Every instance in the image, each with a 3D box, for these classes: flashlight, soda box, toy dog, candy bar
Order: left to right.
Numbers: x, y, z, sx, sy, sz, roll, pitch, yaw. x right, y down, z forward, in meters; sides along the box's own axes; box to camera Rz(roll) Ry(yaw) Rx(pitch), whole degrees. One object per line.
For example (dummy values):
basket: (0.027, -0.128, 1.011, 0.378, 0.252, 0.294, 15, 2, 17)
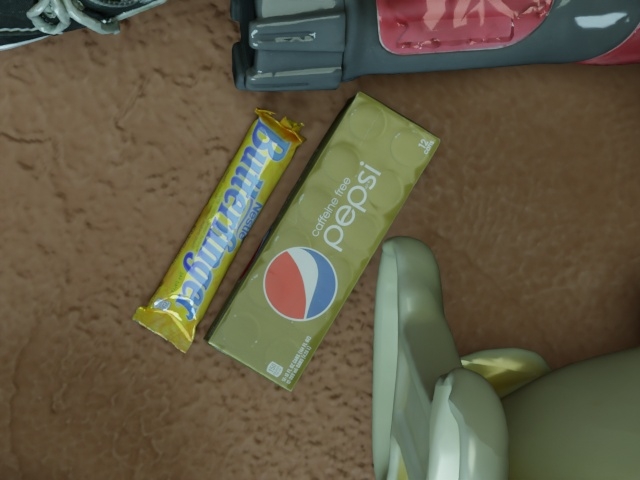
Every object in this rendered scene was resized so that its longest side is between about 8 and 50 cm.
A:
candy bar: (-0.061, -0.009, 1.246, 0.040, 0.018, 0.161, 30, 87, -5)
soda box: (0.000, 0.000, 1.231, 0.061, 0.058, 0.181, 31, 85, -4)
flashlight: (0.101, -0.148, 1.214, 0.304, 0.103, 0.103, -4, 94, -11)
toy dog: (0.246, 0.183, 1.150, 0.408, 0.284, 0.395, 0, 102, -6)

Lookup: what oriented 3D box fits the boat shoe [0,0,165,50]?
boat shoe: (-0.132, -0.170, 1.154, 0.306, 0.105, 0.113, -12, 113, 13)
